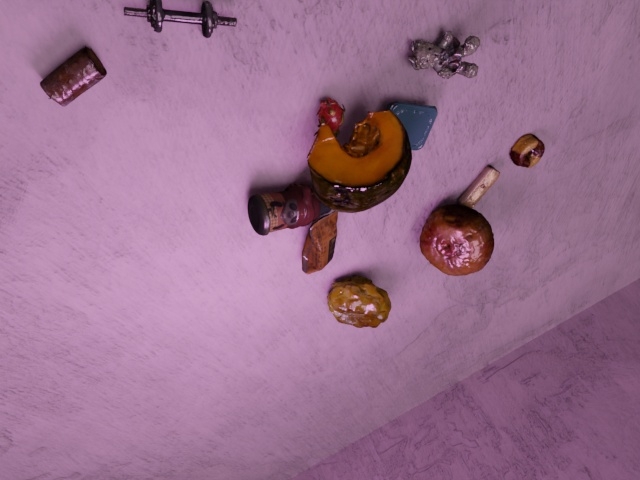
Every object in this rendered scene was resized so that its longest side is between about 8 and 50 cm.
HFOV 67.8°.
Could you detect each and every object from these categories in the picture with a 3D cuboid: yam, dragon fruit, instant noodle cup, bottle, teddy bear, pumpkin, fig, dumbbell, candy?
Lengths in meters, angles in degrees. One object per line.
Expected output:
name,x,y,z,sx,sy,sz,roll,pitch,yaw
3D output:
yam,-0.572,-0.378,1.107,0.141,0.079,0.079,-34,134,5
dragon fruit,0.032,-0.363,1.419,0.086,0.081,0.116,-23,138,-22
instant noodle cup,0.270,-0.375,1.534,0.179,0.070,0.157,-2,129,-26
bottle,-0.089,-0.112,1.528,0.272,0.143,0.156,-15,157,-27
teddy bear,0.362,-0.552,1.422,0.213,0.111,0.133,4,107,0
pumpkin,0.117,-0.219,1.404,0.304,0.256,0.225,-10,166,5
fig,0.569,-0.013,1.918,0.369,0.286,0.286,-16,141,-57
dumbbell,-0.321,-0.520,1.110,0.254,0.081,0.081,-5,129,-23
candy,0.000,0.000,1.659,0.143,0.101,0.271,-41,157,-31

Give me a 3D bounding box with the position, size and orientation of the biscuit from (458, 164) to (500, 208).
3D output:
biscuit,0.617,-0.207,1.861,0.056,0.052,0.188,25,113,-25

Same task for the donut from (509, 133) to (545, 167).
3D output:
donut,0.801,-0.339,1.839,0.141,0.059,0.140,-15,131,-18

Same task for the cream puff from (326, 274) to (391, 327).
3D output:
cream puff,0.156,0.240,1.938,0.282,0.185,0.281,10,156,5
